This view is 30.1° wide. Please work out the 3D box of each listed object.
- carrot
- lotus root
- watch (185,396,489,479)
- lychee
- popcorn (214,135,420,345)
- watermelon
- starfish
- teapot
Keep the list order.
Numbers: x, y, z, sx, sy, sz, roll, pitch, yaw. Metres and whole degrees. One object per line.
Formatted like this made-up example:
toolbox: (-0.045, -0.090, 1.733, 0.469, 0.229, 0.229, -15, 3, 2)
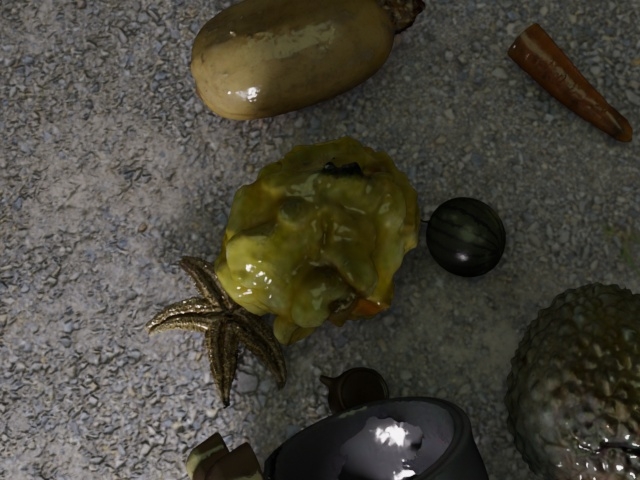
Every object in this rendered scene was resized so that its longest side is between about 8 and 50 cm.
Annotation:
carrot: (0.352, -0.208, 1.641, 0.061, 0.061, 0.209, -43, 79, -3)
lotus root: (-0.018, -0.276, 1.658, 0.343, 0.151, 0.169, -18, 75, 7)
watch: (0.037, 0.316, 1.427, 0.327, 0.335, 0.314, -22, 104, -13)
lychee: (0.347, 0.187, 1.440, 0.255, 0.255, 0.274, -11, 83, 5)
popcorn: (0.000, 0.000, 1.551, 0.286, 0.215, 0.252, -25, 96, -14)
watermelon: (0.185, -0.009, 1.594, 0.133, 0.105, 0.105, 28, 81, 37)
starfish: (-0.118, 0.109, 1.635, 0.240, 0.043, 0.227, -20, 77, -2)
teapot: (0.051, 0.215, 1.577, 0.121, 0.068, 0.076, 39, 62, -6)
